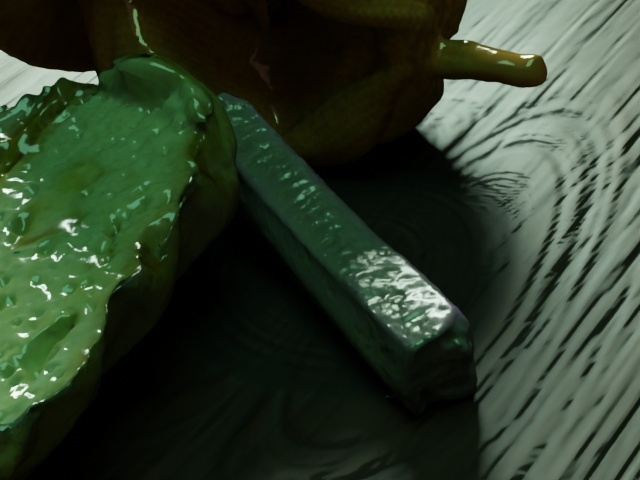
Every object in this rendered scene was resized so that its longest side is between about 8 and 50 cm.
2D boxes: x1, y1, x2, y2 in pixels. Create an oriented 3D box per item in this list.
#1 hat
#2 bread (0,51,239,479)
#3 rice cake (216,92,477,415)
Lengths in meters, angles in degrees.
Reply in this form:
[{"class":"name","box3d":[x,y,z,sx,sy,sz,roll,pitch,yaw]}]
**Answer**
[{"class":"hat","box3d":[0.006,-0.128,0.842,0.233,0.244,0.233,31,55,27]},{"class":"bread","box3d":[-0.110,0.020,0.727,0.128,0.088,0.232,-2,38,27]},{"class":"rice cake","box3d":[0.000,0.000,0.761,0.036,0.047,0.207,-17,35,-21]}]
